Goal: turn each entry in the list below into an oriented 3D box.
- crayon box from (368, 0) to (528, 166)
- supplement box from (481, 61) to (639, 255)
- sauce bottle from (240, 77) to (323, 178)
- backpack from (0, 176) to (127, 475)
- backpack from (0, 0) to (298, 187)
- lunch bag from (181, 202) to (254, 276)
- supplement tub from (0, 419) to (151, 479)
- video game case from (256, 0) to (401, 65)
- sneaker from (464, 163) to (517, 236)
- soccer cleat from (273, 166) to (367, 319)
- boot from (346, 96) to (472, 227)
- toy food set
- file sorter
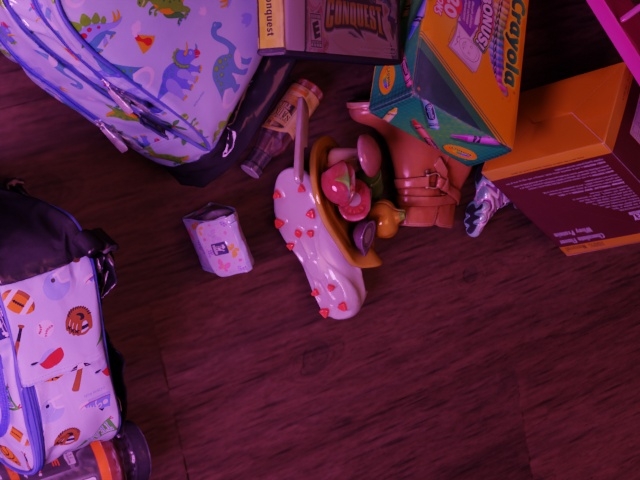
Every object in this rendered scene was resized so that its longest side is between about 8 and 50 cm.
[{"bbox_3d":[0.158,-0.248,1.653,0.165,0.081,0.278,25,62,-34],"label":"crayon box"},{"bbox_3d":[0.349,-0.098,1.768,0.194,0.191,0.129,40,56,-30],"label":"supplement box"},{"bbox_3d":[-0.046,-0.129,1.611,0.042,0.042,0.128,43,71,-30],"label":"sauce bottle"},{"bbox_3d":[-0.304,0.095,1.354,0.213,0.276,0.263,-27,117,-22],"label":"backpack"},{"bbox_3d":[-0.184,-0.248,1.402,0.355,0.273,0.290,31,84,-22],"label":"backpack"},{"bbox_3d":[-0.112,0.000,1.561,0.053,0.083,0.071,-30,112,-27],"label":"lunch bag"},{"bbox_3d":[-0.281,0.251,1.473,0.198,0.106,0.106,-16,105,-31],"label":"supplement tub"},{"bbox_3d":[0.013,-0.310,1.439,0.275,0.035,0.248,-9,98,-61],"label":"video game case"},{"bbox_3d":[0.228,-0.046,1.803,0.069,0.038,0.098,18,87,-33],"label":"sneaker"},{"bbox_3d":[0.000,0.000,1.653,0.076,0.068,0.196,-41,113,-55],"label":"soccer cleat"},{"bbox_3d":[0.107,-0.094,1.701,0.197,0.073,0.152,8,96,-31],"label":"boot"},{"bbox_3d":[0.045,-0.061,1.611,0.218,0.071,0.128,55,31,-44],"label":"toy food set"},{"bbox_3d":[0.461,-0.285,1.719,0.182,0.290,0.202,-36,152,22],"label":"file sorter"}]
